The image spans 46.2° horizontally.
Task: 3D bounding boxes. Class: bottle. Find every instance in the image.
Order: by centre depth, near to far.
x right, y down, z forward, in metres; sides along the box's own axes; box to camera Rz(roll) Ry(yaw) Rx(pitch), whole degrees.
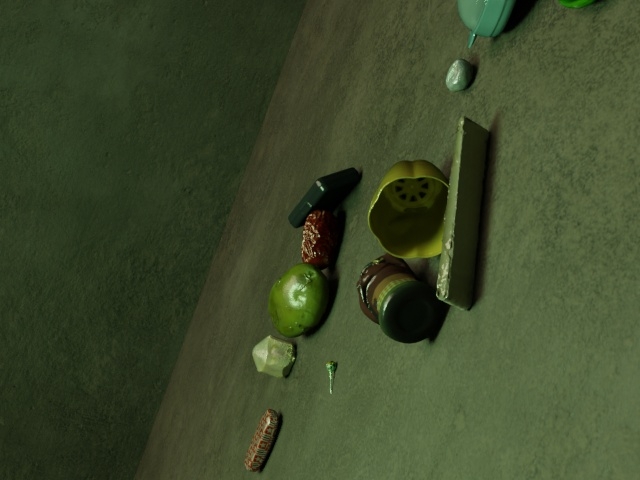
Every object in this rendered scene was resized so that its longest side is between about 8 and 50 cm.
[{"bbox_3d":[0.150,0.108,1.595,0.271,0.143,0.156,-131,61,-70],"label":"bottle"}]

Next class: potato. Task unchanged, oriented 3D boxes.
[{"bbox_3d":[-0.066,0.173,2.131,0.186,0.149,0.253,-97,23,-50],"label":"potato"}]

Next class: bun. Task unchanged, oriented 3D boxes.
[{"bbox_3d":[0.320,-0.378,1.725,0.083,0.045,0.083,-159,90,-74],"label":"bun"}]

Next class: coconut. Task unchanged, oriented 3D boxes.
[{"bbox_3d":[-0.144,0.343,2.238,0.116,0.122,0.116,-162,90,-72],"label":"coconut"}]

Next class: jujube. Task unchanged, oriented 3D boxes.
[{"bbox_3d":[0.000,0.000,2.178,0.109,0.112,0.176,-19,56,52],"label":"jujube"}]

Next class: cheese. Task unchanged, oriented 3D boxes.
[{"bbox_3d":[0.281,-0.061,1.470,0.034,0.085,0.400,-16,54,47],"label":"cheese"}]

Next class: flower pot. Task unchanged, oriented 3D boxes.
[{"bbox_3d":[0.201,-0.083,1.595,0.179,0.195,0.195,-78,15,-62],"label":"flower pot"}]

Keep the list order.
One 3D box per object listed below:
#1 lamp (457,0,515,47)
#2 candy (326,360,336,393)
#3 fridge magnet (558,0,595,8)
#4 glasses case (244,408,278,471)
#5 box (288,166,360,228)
[{"bbox_3d":[0.375,-0.551,1.572,0.284,0.147,0.209,-38,35,58],"label":"lamp"},{"bbox_3d":[0.029,0.348,1.911,0.023,0.025,0.083,-14,67,30],"label":"candy"},{"bbox_3d":[0.481,-0.513,1.324,0.208,0.088,0.208,-71,18,0],"label":"fridge magnet"},{"bbox_3d":[-0.165,0.585,2.180,0.194,0.049,0.073,-67,20,13],"label":"glasses case"},{"bbox_3d":[0.010,-0.126,2.226,0.050,0.160,0.230,58,142,13],"label":"box"}]
